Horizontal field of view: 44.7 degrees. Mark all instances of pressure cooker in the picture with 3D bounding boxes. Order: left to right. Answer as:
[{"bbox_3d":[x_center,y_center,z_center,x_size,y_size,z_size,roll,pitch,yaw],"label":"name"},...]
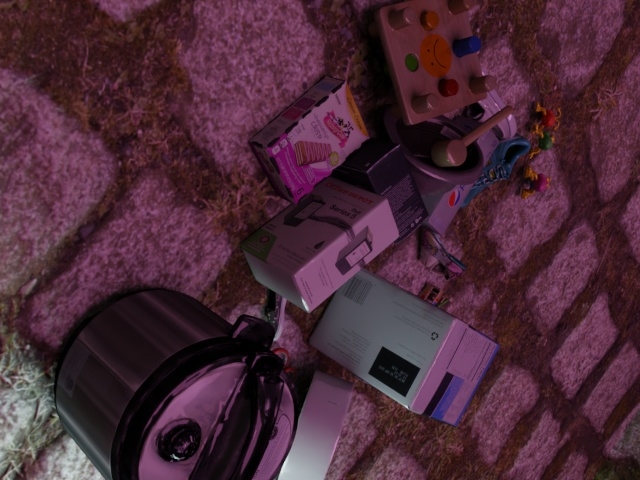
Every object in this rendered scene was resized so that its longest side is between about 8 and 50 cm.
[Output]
[{"bbox_3d":[-0.251,0.319,1.426,0.375,0.420,0.370,-26,122,-31],"label":"pressure cooker"}]

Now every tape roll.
[{"bbox_3d":[-0.011,0.450,1.816,0.286,0.100,0.286,19,90,-86],"label":"tape roll"}]

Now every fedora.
[{"bbox_3d":[0.240,-0.192,1.806,0.275,0.243,0.124,1,141,-31],"label":"fedora"}]

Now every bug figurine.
[{"bbox_3d":[0.604,-0.229,2.133,0.216,0.072,0.279,-54,151,-62],"label":"bug figurine"}]

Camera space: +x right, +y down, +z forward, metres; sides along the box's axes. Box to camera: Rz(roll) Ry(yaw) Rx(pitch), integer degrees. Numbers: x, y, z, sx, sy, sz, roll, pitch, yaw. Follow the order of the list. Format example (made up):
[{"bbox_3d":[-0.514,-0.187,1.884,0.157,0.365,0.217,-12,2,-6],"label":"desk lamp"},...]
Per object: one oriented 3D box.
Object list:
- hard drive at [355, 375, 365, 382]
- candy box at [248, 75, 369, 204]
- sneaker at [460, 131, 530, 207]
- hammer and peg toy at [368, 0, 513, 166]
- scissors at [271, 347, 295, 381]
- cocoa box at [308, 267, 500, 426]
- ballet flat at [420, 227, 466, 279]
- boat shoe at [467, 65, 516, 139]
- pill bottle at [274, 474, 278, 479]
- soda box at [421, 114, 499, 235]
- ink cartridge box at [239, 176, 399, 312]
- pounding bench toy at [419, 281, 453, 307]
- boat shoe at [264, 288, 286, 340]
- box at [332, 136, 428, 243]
[{"bbox_3d":[0.264,0.323,2.153,0.353,0.047,0.233,30,89,-46],"label":"hard drive"},{"bbox_3d":[-0.019,-0.211,1.632,0.233,0.071,0.159,-44,132,-18],"label":"candy box"},{"bbox_3d":[0.435,-0.188,2.023,0.275,0.110,0.107,-46,133,-15],"label":"sneaker"},{"bbox_3d":[0.265,-0.353,1.710,0.266,0.127,0.361,-24,102,-32],"label":"hammer and peg toy"},{"bbox_3d":[-0.185,0.330,1.753,0.297,0.021,0.109,-20,120,-29],"label":"scissors"},{"bbox_3d":[0.196,0.245,1.842,0.228,0.347,0.231,31,87,-46],"label":"cocoa box"},{"bbox_3d":[0.310,0.047,2.056,0.079,0.077,0.221,-42,135,7],"label":"ballet flat"},{"bbox_3d":[0.403,-0.332,1.951,0.084,0.095,0.258,-49,123,-8],"label":"boat shoe"},{"bbox_3d":[-0.166,0.510,1.783,0.152,0.152,0.272,9,104,-44],"label":"pill bottle"},{"bbox_3d":[0.322,-0.163,1.939,0.286,0.098,0.091,-58,140,-4],"label":"soda box"},{"bbox_3d":[0.000,0.000,1.658,0.273,0.198,0.114,-39,130,-22],"label":"ink cartridge box"},{"bbox_3d":[0.308,0.163,2.092,0.065,0.083,0.052,-55,135,-8],"label":"pounding bench toy"},{"bbox_3d":[-0.106,0.156,1.748,0.040,0.049,0.142,4,100,-37],"label":"boat shoe"},{"bbox_3d":[0.127,-0.117,1.737,0.108,0.153,0.207,-40,126,-20],"label":"box"}]
